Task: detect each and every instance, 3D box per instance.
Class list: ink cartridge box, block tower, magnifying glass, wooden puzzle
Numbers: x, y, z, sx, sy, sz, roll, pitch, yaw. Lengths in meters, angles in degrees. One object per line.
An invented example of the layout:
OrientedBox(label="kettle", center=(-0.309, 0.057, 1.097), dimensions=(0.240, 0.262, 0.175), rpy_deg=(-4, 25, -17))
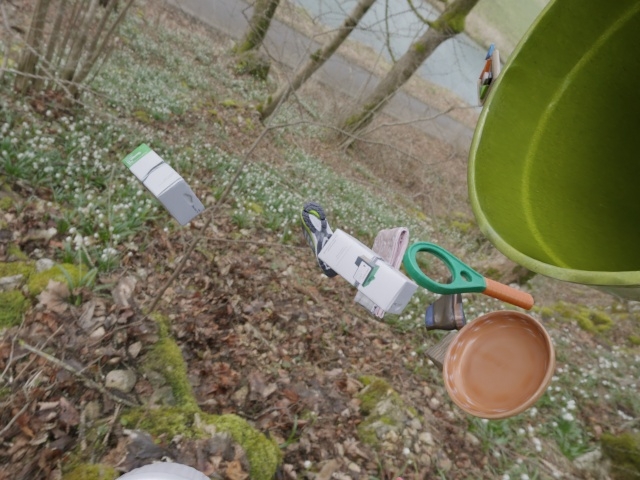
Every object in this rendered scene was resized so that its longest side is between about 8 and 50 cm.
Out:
OrientedBox(label="ink cartridge box", center=(0.123, 0.080, 1.049), dimensions=(0.219, 0.093, 0.160), rpy_deg=(38, 6, 24))
OrientedBox(label="block tower", center=(0.335, 0.287, 0.999), dimensions=(0.091, 0.097, 0.335), rpy_deg=(48, -4, 10))
OrientedBox(label="magnifying glass", center=(0.238, 0.065, 0.673), dimensions=(0.230, 0.026, 0.092), rpy_deg=(19, 43, -10))
OrientedBox(label="wooden puzzle", center=(0.292, -0.283, 0.735), dimensions=(0.014, 0.079, 0.116), rpy_deg=(9, 58, -1))
OrientedBox(label="ink cartridge box", center=(-0.443, -0.156, 1.187), dimensions=(0.087, 0.153, 0.208), rpy_deg=(-43, 59, -14))

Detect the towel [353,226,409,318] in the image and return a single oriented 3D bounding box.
OrientedBox(label="towel", center=(0.217, 0.106, 1.539), dimensions=(0.053, 0.332, 0.317), rpy_deg=(19, 88, -6))

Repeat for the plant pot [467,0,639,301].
OrientedBox(label="plant pot", center=(0.390, -0.069, 0.355), dimensions=(0.353, 0.366, 0.367), rpy_deg=(25, 44, -19))

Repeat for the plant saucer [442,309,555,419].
OrientedBox(label="plant saucer", center=(0.307, 0.215, 0.726), dimensions=(0.037, 0.200, 0.200), rpy_deg=(40, 38, -23))

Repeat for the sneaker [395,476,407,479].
OrientedBox(label="sneaker", center=(0.195, 0.526, 0.666), dimensions=(0.116, 0.314, 0.136), rpy_deg=(43, 76, -18))

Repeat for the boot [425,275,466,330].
OrientedBox(label="boot", center=(0.351, 0.176, 1.203), dimensions=(0.219, 0.106, 0.082), rpy_deg=(-69, 142, -58))

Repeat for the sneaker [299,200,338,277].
OrientedBox(label="sneaker", center=(0.000, 0.000, 1.619), dimensions=(0.111, 0.121, 0.300), rpy_deg=(-19, 88, -16))

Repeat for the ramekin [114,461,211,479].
OrientedBox(label="ramekin", center=(-0.249, 0.467, 0.616), dimensions=(0.272, 0.127, 0.273), rpy_deg=(1, 83, -7))
